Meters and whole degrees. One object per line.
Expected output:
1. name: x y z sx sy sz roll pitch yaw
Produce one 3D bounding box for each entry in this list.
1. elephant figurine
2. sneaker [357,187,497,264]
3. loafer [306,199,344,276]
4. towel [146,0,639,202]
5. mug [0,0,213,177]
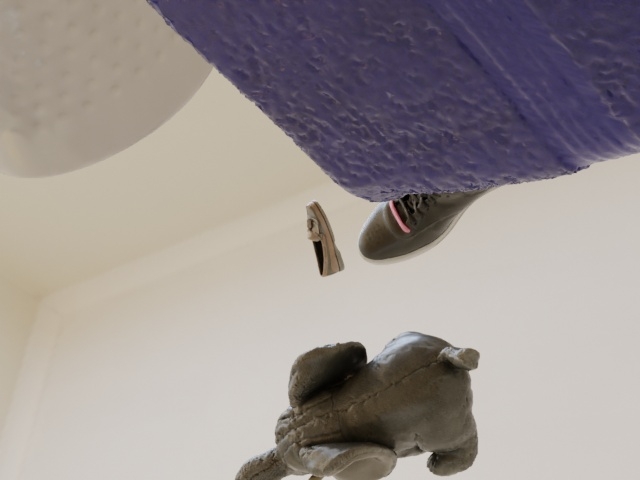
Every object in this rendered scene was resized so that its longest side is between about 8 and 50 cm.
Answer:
1. elephant figurine: 0.029 0.185 1.108 0.240 0.186 0.169 -14 -159 -11
2. sneaker: 0.139 -0.075 1.401 0.296 0.147 0.104 -36 -115 21
3. loafer: 0.000 0.000 1.688 0.039 0.125 0.045 -28 -156 -14
4. towel: 0.069 -0.120 0.487 0.308 0.228 0.076 -10 -135 49
5. mug: -0.302 -0.231 0.968 0.276 0.328 0.374 9 -127 36
